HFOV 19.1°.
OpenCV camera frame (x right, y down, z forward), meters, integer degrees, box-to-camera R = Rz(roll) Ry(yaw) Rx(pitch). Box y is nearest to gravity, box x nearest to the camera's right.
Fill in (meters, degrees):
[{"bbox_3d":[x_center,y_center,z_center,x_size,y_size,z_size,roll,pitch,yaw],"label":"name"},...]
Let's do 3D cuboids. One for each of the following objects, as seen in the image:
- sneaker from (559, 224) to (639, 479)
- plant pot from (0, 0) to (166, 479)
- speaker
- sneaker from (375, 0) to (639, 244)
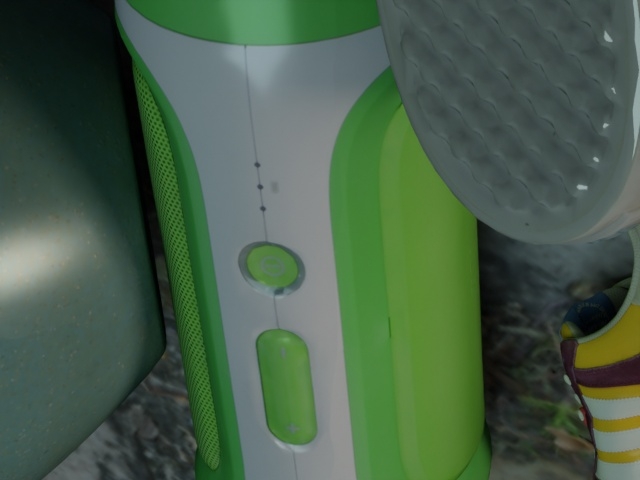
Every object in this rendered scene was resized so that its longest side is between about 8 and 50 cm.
[{"bbox_3d":[0.129,0.062,0.752,0.084,0.069,0.185,30,129,15],"label":"sneaker"},{"bbox_3d":[-0.166,-0.007,0.738,0.195,0.290,0.290,-9,128,-5],"label":"plant pot"},{"bbox_3d":[0.000,0.000,0.717,0.131,0.131,0.296,11,131,21],"label":"speaker"},{"bbox_3d":[0.085,-0.190,0.536,0.135,0.150,0.366,14,113,45],"label":"sneaker"}]
